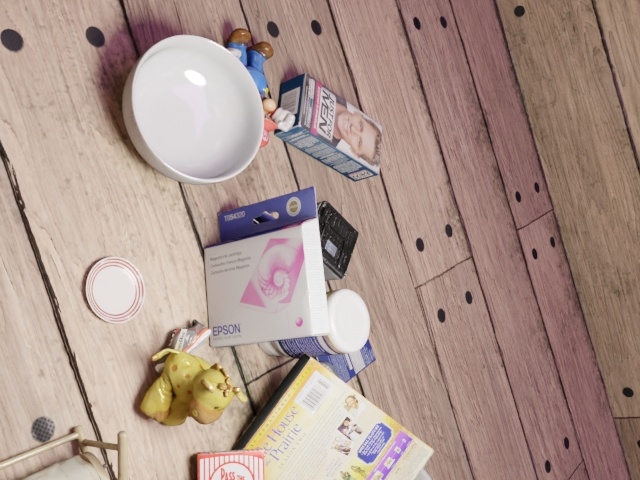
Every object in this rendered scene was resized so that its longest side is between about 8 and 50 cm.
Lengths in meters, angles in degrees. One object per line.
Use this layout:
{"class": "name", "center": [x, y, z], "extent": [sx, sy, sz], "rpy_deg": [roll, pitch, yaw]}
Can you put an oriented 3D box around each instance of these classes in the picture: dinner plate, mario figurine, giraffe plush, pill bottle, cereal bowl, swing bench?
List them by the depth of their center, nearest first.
{"class": "swing bench", "center": [-0.468, 0.495, 1.292], "extent": [0.253, 0.165, 0.254], "rpy_deg": [-13, 95, -50]}
{"class": "giraffe plush", "center": [-0.249, 0.311, 1.525], "extent": [0.181, 0.170, 0.210], "rpy_deg": [-13, 116, -51]}
{"class": "dinner plate", "center": [-0.433, 0.105, 1.541], "extent": [0.141, 0.017, 0.141], "rpy_deg": [17, 67, -44]}
{"class": "cereal bowl", "center": [-0.305, -0.287, 1.680], "extent": [0.339, 0.141, 0.339], "rpy_deg": [8, 76, -37]}
{"class": "pill bottle", "center": [-0.024, 0.210, 1.782], "extent": [0.153, 0.265, 0.153], "rpy_deg": [18, 66, -46]}
{"class": "mario figurine", "center": [-0.156, -0.388, 1.865], "extent": [0.198, 0.170, 0.320], "rpy_deg": [0, 68, -13]}

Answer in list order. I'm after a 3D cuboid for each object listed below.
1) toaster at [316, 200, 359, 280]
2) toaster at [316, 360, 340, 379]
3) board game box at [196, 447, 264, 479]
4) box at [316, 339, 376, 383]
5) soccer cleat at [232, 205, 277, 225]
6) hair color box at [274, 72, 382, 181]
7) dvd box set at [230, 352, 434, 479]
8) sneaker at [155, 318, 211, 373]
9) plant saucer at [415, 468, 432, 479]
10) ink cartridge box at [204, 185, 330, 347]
{"class": "toaster", "center": [0.000, 0.000, 1.984], "extent": [0.186, 0.110, 0.168], "rpy_deg": [43, 50, -33]}
{"class": "toaster", "center": [-0.017, 0.409, 1.841], "extent": [0.146, 0.129, 0.227], "rpy_deg": [-41, 111, -43]}
{"class": "board game box", "center": [-0.196, 0.560, 1.600], "extent": [0.147, 0.045, 0.193], "rpy_deg": [-1, 81, -14]}
{"class": "box", "center": [0.061, 0.318, 2.020], "extent": [0.225, 0.036, 0.136], "rpy_deg": [-27, 100, -50]}
{"class": "soccer cleat", "center": [-0.099, 0.015, 1.821], "extent": [0.289, 0.121, 0.093], "rpy_deg": [36, 56, -18]}
{"class": "hair color box", "center": [0.032, -0.319, 2.112], "extent": [0.347, 0.105, 0.173], "rpy_deg": [25, 62, -42]}
{"class": "dvd box set", "center": [0.032, 0.510, 1.748], "extent": [0.420, 0.062, 0.307], "rpy_deg": [39, 82, -18]}
{"class": "sneaker", "center": [-0.316, 0.233, 1.622], "extent": [0.065, 0.061, 0.158], "rpy_deg": [44, 48, 9]}
{"class": "plant saucer", "center": [0.191, 0.798, 1.986], "extent": [0.400, 0.101, 0.400], "rpy_deg": [15, 69, -45]}
{"class": "ink cartridge box", "center": [-0.135, 0.066, 1.652], "extent": [0.071, 0.324, 0.330], "rpy_deg": [3, 77, -50]}
